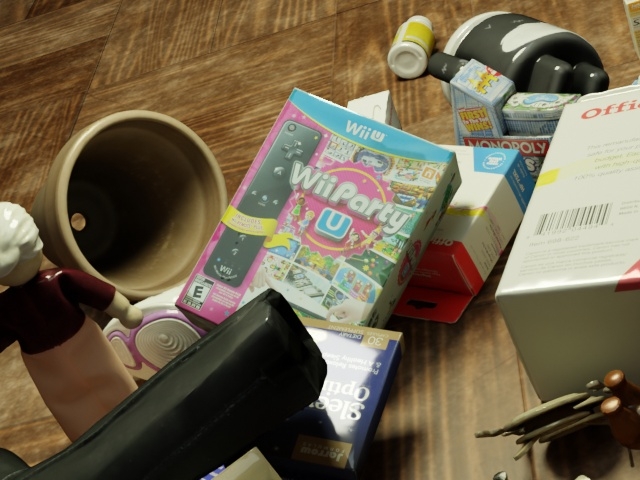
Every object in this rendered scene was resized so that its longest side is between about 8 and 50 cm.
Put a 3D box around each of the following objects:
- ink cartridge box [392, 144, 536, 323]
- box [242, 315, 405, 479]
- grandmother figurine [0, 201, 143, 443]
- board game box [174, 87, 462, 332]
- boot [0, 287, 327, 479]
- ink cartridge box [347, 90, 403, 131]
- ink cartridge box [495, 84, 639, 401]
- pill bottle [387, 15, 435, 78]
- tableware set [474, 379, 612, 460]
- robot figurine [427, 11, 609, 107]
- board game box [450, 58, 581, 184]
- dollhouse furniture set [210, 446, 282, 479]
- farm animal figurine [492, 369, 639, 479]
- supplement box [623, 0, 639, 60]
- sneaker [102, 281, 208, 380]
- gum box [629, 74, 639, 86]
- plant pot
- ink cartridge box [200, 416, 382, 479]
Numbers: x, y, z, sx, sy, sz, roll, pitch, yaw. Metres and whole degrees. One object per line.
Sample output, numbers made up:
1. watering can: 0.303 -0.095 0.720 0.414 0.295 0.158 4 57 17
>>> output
1. ink cartridge box: 0.156 -0.012 1.758 0.134 0.078 0.231 7 50 40
2. box: -0.005 0.178 1.486 0.136 0.036 0.225 8 49 16
3. grandmother figurine: -0.316 0.106 1.648 0.208 0.342 0.104 -29 31 -11
4. board game box: 0.000 0.000 1.671 0.224 0.097 0.303 23 75 19
5. boot: -0.201 0.199 1.456 0.445 0.146 0.367 -42 19 5
6. ink cartridge box: 0.083 -0.110 1.916 0.063 0.150 0.109 -14 31 15
7. ink cartridge box: 0.384 -0.016 1.552 0.279 0.160 0.385 -9 34 30
8. pill bottle: 0.150 -0.315 2.280 0.065 0.065 0.116 -9 33 22
9. tableware set: 0.237 0.181 1.377 0.128 0.039 0.194 -26 -16 16
10. robot figurine: 0.276 -0.215 1.936 0.173 0.209 0.278 -42 30 -5
11. board game box: 0.246 -0.134 1.805 0.194 0.194 0.060 6 41 40
12. dollhouse furniture set: -0.029 0.331 1.298 0.212 0.161 0.242 -35 75 -19
13. farm animal figurine: 0.290 0.278 1.169 0.327 0.172 0.330 -35 28 8
14. supplement box: 0.475 -0.312 2.029 0.062 0.098 0.036 -17 31 10
15. sneaker: -0.127 0.095 1.804 0.305 0.114 0.152 -17 16 4
16. gum box: 0.525 -0.215 1.901 0.184 0.041 0.157 10 44 42
17. plant pot: -0.296 -0.040 1.996 0.263 0.263 0.229 -42 19 -30
18. ink cartridge box: -0.104 0.301 1.478 0.176 0.069 0.371 13 48 46
